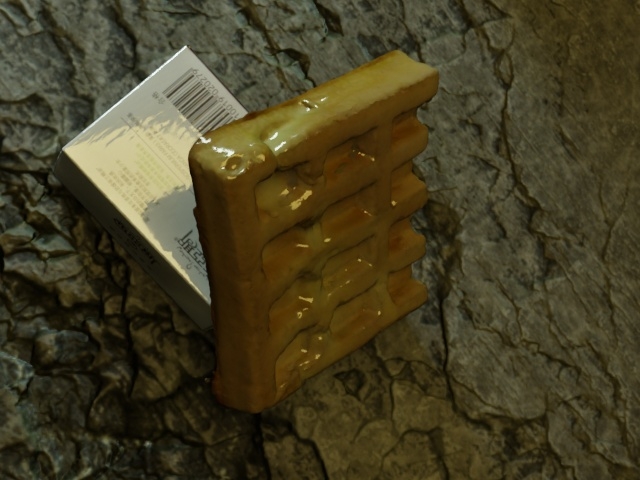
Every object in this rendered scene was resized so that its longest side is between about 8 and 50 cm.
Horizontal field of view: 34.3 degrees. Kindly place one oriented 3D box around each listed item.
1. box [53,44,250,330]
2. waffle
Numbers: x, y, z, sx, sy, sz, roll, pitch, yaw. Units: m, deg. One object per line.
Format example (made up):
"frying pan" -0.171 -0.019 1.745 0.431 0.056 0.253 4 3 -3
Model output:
"box" -0.142 -0.057 1.178 0.194 0.111 0.260 -44 98 -22
"waffle" 0.000 -0.001 1.114 0.304 0.077 0.348 -32 134 -34
